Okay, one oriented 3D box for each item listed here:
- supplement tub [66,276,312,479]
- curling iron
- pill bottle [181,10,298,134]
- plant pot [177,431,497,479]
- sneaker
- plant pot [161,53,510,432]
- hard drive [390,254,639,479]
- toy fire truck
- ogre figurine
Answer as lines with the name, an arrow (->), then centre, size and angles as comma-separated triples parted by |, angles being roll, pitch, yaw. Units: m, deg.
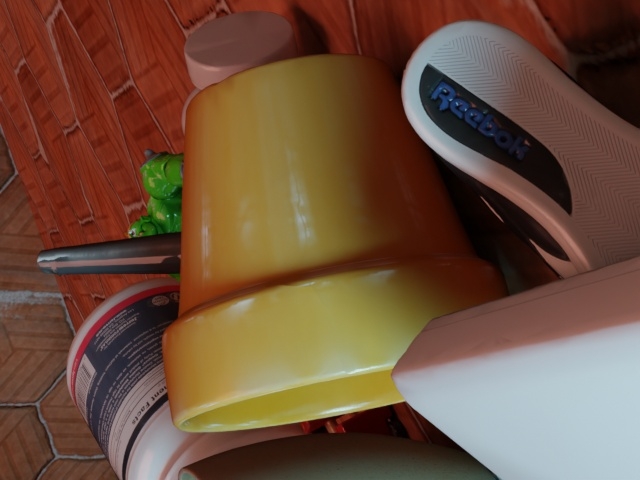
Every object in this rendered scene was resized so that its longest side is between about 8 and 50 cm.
supplement tub -> -0.127, 0.178, 1.511 | 0.272, 0.191, 0.191 | 48, 156, 48
curling iron -> -0.066, 0.018, 1.020 | 0.035, 0.274, 0.068 | -72, -22, -50
pill bottle -> -0.038, -0.060, 1.043 | 0.103, 0.103, 0.184 | 46, 155, 50
plant pot -> 0.046, 0.247, 1.055 | 0.284, 0.191, 0.284 | 57, 162, 29
sneaker -> 0.132, -0.010, 0.655 | 0.217, 0.079, 0.121 | 46, -173, 10
plant pot -> 0.000, 0.000, 0.884 | 0.205, 0.205, 0.188 | 128, 133, -72
hard drive -> 0.173, 0.095, 0.532 | 0.233, 0.047, 0.353 | 39, 164, -6
toy fire truck -> 0.042, 0.191, 1.249 | 0.192, 0.047, 0.135 | 63, 164, 8
ogre figurine -> -0.114, -0.007, 1.397 | 0.118, 0.097, 0.197 | 26, 157, 39
